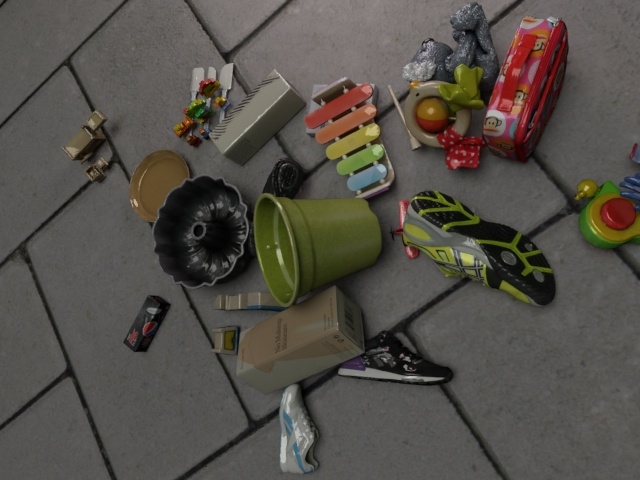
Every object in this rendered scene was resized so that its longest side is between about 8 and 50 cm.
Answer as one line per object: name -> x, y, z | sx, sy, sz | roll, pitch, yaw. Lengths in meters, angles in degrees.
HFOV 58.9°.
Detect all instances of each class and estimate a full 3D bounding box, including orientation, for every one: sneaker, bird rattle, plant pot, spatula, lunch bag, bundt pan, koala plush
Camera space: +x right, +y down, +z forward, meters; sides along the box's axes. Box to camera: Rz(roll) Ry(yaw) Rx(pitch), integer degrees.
sneaker -> -0.053, 0.477, 1.453 | 0.092, 0.087, 0.229 | -4, 86, 16
bird rattle -> 0.301, -0.291, 1.351 | 0.207, 0.253, 0.143 | 18, 52, 24
plant pot -> 0.000, 0.000, 1.392 | 0.253, 0.276, 0.276 | -12, 70, -23
spatula -> -0.354, -0.434, 1.789 | 0.168, 0.019, 0.242 | 3, 85, 24
lunch bag -> 0.457, -0.342, 1.271 | 0.120, 0.258, 0.293 | 20, 89, 26
bundt pan -> -0.317, -0.017, 1.634 | 0.330, 0.124, 0.331 | -5, 78, 24
sneaker -> 0.366, 0.033, 1.331 | 0.384, 0.145, 0.147 | 36, 137, 15
sneaker -> -0.128, -0.080, 1.556 | 0.109, 0.130, 0.286 | 25, 71, -15
plant pot -> -0.504, -0.171, 1.797 | 0.236, 0.032, 0.236 | -5, 78, 24
sneaker -> 0.177, 0.280, 1.372 | 0.283, 0.107, 0.124 | 0, 75, 24
koala plush -> 0.313, -0.435, 1.398 | 0.221, 0.196, 0.203 | -19, 93, 16

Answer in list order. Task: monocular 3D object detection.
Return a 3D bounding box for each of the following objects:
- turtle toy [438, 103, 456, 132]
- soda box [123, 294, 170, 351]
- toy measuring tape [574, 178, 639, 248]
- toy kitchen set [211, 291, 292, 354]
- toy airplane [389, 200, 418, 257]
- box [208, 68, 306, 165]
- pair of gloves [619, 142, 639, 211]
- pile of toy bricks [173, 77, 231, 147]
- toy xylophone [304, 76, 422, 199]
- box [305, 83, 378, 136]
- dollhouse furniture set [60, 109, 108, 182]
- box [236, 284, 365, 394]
turtle toy -> 0.294, -0.310, 1.445 | 0.130, 0.066, 0.095 | -14, 75, 21
soda box -> -0.525, 0.252, 1.716 | 0.060, 0.053, 0.169 | 29, 94, 26
toy measuring tape -> 0.654, 0.008, 1.203 | 0.121, 0.121, 0.330 | -39, 75, 13
toy kitchen set -> -0.189, 0.232, 1.556 | 0.207, 0.122, 0.166 | -9, 76, 43
toy airplane -> 0.248, -0.035, 1.436 | 0.151, 0.028, 0.151 | -2, 86, 22
box -> -0.183, -0.352, 1.643 | 0.275, 0.113, 0.094 | -41, 66, 11
pair of gloves -> 0.718, -0.124, 1.195 | 0.159, 0.023, 0.198 | 25, 62, 6
pile of toy bricks -> -0.376, -0.388, 1.724 | 0.212, 0.105, 0.118 | -44, 69, 14
toy xylophone -> 0.113, -0.276, 1.475 | 0.236, 0.081, 0.323 | -32, 82, 25
box -> 0.059, -0.359, 1.576 | 0.186, 0.038, 0.145 | 7, 84, 24
dollhouse furniture set -> -0.739, -0.315, 1.916 | 0.182, 0.101, 0.161 | -42, 91, 11
box -> -0.053, 0.255, 1.426 | 0.311, 0.121, 0.148 | -29, 38, 21
